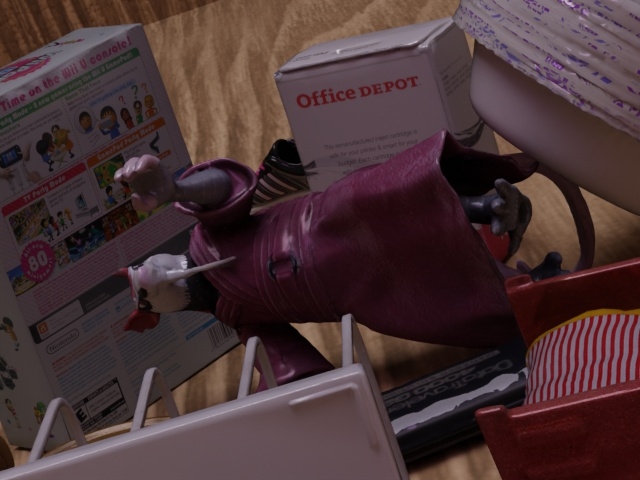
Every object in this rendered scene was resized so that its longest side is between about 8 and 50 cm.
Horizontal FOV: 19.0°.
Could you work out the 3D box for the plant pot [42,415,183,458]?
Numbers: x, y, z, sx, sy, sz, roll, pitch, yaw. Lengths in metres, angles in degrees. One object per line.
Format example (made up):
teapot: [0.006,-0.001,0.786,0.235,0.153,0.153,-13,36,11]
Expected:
plant pot: [-0.142,0.187,1.403,0.236,0.032,0.236,-12,21,5]

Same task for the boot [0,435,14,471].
boot: [-0.387,0.221,1.493,0.203,0.095,0.262,4,34,48]

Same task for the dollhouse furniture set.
dollhouse furniture set: [0.295,0.082,1.109,0.374,0.152,0.201,-15,18,13]

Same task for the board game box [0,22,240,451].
board game box: [-0.208,-0.005,1.634,0.097,0.303,0.224,1,26,45]

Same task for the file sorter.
file sorter: [-0.077,0.178,1.152,0.277,0.193,0.173,-17,14,6]

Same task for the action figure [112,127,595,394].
action figure: [0.000,0.000,1.506,0.370,0.248,0.276,-7,20,26]

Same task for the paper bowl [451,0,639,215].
paper bowl: [0.232,-0.120,1.508,0.148,0.284,0.284,-59,13,12]

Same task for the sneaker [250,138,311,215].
sneaker: [-0.047,-0.072,2.048,0.170,0.075,0.063,-9,20,30]

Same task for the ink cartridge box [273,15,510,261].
ink cartridge box: [0.071,-0.076,1.704,0.158,0.218,0.092,-8,20,29]

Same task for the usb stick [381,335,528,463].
usb stick: [0.102,0.117,1.383,0.278,0.045,0.077,-21,25,-7]
